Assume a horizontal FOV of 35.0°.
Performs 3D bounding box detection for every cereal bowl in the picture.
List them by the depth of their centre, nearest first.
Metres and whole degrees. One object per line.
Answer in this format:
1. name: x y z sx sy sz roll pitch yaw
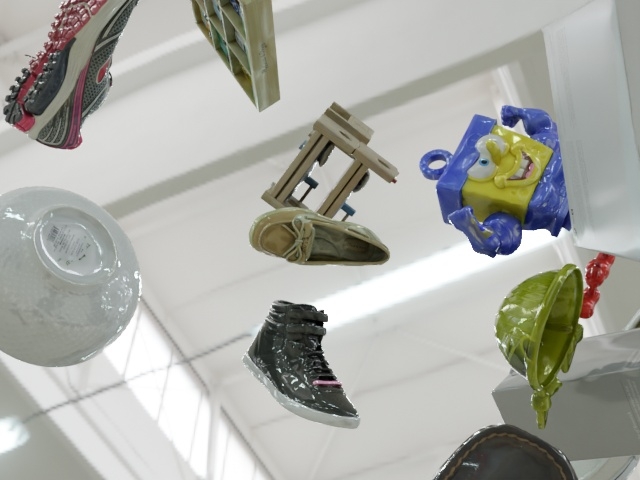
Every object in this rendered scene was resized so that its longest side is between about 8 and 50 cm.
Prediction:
1. cereal bowl: -0.457 0.043 1.773 0.339 0.339 0.141 30 -44 -23

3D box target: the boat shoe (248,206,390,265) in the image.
1. boat shoe: 0.000 0.002 1.056 0.153 0.048 0.056 11 -79 -30

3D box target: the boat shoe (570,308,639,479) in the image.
1. boat shoe: 0.439 0.232 1.505 0.156 0.136 0.367 23 -75 -48

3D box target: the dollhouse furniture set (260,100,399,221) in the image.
1. dollhouse furniture set: 0.022 -0.090 1.384 0.129 0.183 0.129 37 -73 -3

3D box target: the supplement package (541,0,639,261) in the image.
1. supplement package: 0.276 -0.094 0.770 0.149 0.203 0.194 -10 -86 -1

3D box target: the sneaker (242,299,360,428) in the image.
1. sneaker: -0.020 0.188 1.640 0.105 0.296 0.147 13 -79 -37

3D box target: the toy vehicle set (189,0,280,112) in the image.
1. toy vehicle set: -0.113 -0.286 1.249 0.035 0.166 0.267 -33 -16 -10

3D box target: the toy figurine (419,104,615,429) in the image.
1. toy figurine: 0.192 -0.019 1.043 0.217 0.362 0.191 21 -27 20

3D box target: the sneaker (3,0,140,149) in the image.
1. sneaker: -0.338 -0.274 1.472 0.112 0.121 0.299 34 -91 -41

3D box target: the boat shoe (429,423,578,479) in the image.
1. boat shoe: 0.055 0.242 0.502 0.132 0.355 0.130 18 -31 17

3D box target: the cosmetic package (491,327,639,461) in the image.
1. cosmetic package: 0.317 0.159 1.070 0.238 0.127 0.107 -21 -83 45
